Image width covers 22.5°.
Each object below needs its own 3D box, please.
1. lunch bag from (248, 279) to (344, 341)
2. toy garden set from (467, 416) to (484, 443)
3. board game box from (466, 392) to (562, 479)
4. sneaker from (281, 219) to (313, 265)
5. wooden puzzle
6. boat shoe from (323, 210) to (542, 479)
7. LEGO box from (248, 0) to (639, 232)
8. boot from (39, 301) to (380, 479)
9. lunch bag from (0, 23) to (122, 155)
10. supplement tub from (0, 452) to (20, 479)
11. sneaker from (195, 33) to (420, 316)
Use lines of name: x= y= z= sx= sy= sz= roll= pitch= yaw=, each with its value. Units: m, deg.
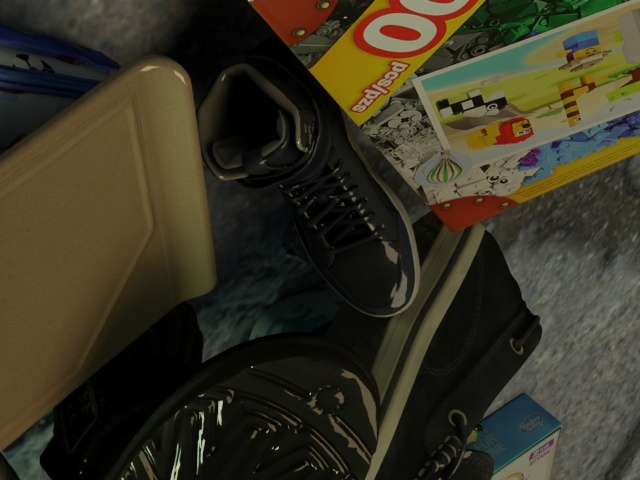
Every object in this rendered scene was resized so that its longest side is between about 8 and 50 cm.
lunch bag: x=0.016 y=0.146 z=1.454 sx=0.176 sy=0.090 sz=0.219 roll=-21 pitch=125 yaw=-34
toy garden set: x=0.091 y=0.203 z=1.666 sx=0.244 sy=0.049 sz=0.204 roll=-29 pitch=142 yaw=-28
board game box: x=0.160 y=0.354 z=1.889 sx=0.242 sy=0.064 sz=0.317 roll=-28 pitch=142 yaw=-29
sneaker: x=0.000 y=0.000 z=1.358 sx=0.135 sy=0.058 sz=0.052 roll=43 pitch=63 yaw=-77
wooden puzzle: x=-0.171 y=0.019 z=0.969 sx=0.238 sy=0.044 sz=0.221 roll=-36 pitch=146 yaw=-25
boat shoe: x=0.044 y=0.173 z=1.219 sx=0.187 sy=0.156 sz=0.500 roll=-33 pitch=-163 yaw=44
LEGO box: x=0.225 y=-0.244 z=1.046 sx=0.500 sy=0.193 sz=0.372 roll=-24 pitch=150 yaw=15
boot: x=-0.093 y=0.117 z=1.127 sx=0.131 sy=0.260 sz=0.348 roll=34 pitch=121 yaw=-22
lunch bag: x=-0.225 y=-0.027 z=0.998 sx=0.303 sy=0.115 sz=0.243 roll=6 pitch=119 yaw=-55
supplement tub: x=-0.284 y=0.183 z=1.108 sx=0.144 sy=0.144 sz=0.200 roll=-39 pitch=151 yaw=-16
sneaker: x=-0.009 y=-0.033 z=1.130 sx=0.086 sy=0.226 sz=0.163 roll=-25 pitch=-175 yaw=17
